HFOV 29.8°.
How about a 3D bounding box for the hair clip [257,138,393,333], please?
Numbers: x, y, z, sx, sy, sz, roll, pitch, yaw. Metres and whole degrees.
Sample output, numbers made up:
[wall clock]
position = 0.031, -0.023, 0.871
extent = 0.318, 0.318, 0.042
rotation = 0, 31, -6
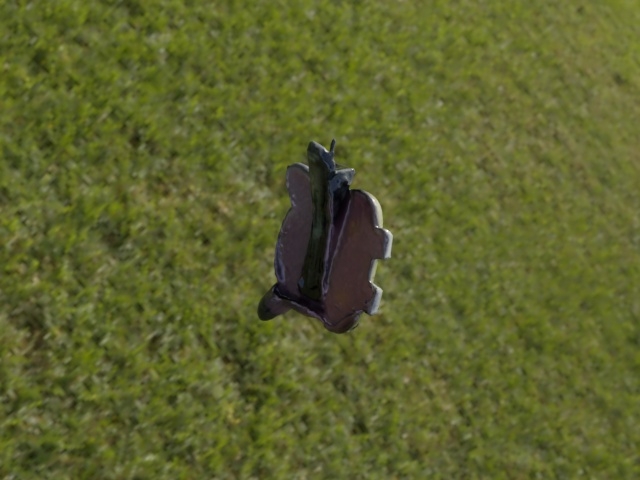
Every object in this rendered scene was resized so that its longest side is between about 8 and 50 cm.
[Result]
[hair clip]
position = 0.006, -0.001, 1.125
extent = 0.056, 0.146, 0.187
rotation = -11, 111, -44
